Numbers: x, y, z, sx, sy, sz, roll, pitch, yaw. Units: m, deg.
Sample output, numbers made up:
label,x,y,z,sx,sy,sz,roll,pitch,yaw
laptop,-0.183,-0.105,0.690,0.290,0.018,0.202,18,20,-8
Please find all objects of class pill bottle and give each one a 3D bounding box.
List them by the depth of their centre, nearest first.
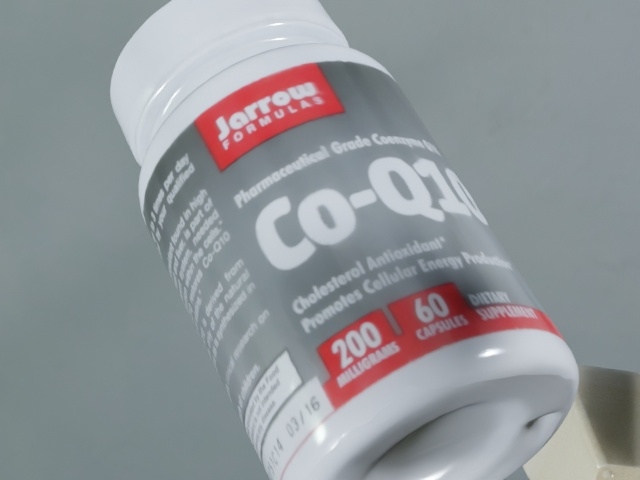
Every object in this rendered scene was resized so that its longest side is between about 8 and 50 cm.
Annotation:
label,x,y,z,sx,sy,sz,roll,pitch,yaw
pill bottle,0.000,0.000,0.796,0.161,0.161,0.283,-48,55,29

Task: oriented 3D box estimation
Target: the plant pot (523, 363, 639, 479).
label,x,y,z,sx,sy,sz,roll,pitch,yaw
plant pot,0.227,0.170,1.140,0.109,0.096,0.109,8,122,-10
